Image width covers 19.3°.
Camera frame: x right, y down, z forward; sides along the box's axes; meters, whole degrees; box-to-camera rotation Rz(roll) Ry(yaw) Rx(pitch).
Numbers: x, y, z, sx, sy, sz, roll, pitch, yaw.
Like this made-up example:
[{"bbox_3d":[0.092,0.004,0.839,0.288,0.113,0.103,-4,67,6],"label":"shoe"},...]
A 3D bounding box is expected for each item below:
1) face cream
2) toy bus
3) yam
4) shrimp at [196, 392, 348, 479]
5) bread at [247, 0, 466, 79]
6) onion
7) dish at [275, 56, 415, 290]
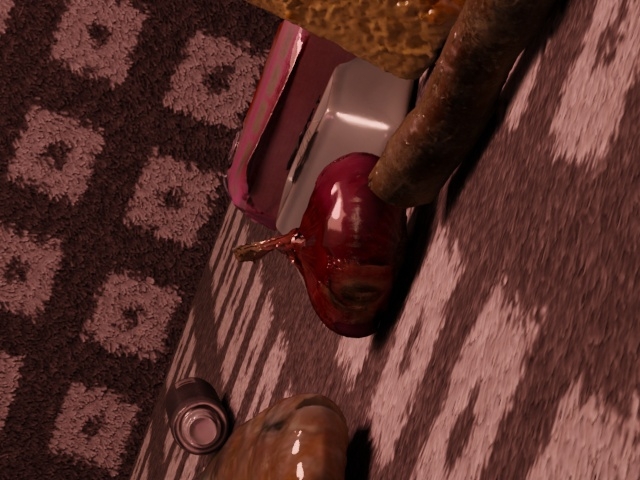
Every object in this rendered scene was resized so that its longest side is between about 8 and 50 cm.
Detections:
[{"bbox_3d":[-0.157,0.223,2.381,0.283,0.073,0.073,-163,92,-84],"label":"face cream"},{"bbox_3d":[-0.008,-0.152,2.033,0.147,0.127,0.303,-107,37,-73],"label":"toy bus"},{"bbox_3d":[0.103,-0.111,1.330,0.253,0.061,0.061,119,169,-47],"label":"yam"},{"bbox_3d":[-0.069,0.273,1.504,0.446,0.110,0.221,126,154,-55],"label":"shrimp"},{"bbox_3d":[0.040,-0.319,1.660,0.263,0.236,0.198,122,166,-55],"label":"bread"},{"bbox_3d":[0.000,0.000,1.496,0.150,0.140,0.150,5,-90,-88],"label":"onion"},{"bbox_3d":[0.018,-0.082,1.847,0.182,0.080,0.243,-79,10,-51],"label":"dish"}]
